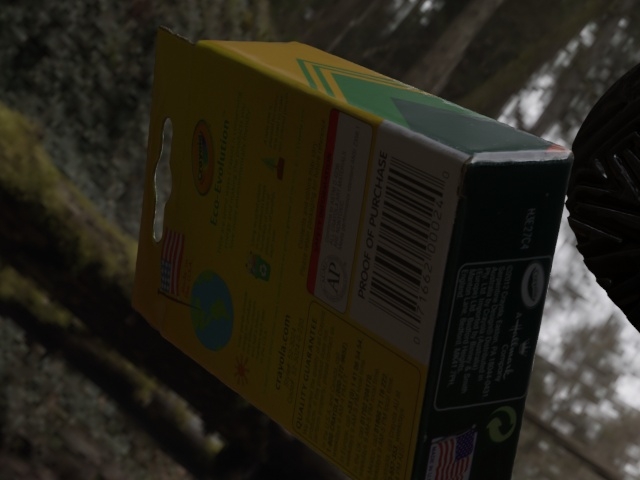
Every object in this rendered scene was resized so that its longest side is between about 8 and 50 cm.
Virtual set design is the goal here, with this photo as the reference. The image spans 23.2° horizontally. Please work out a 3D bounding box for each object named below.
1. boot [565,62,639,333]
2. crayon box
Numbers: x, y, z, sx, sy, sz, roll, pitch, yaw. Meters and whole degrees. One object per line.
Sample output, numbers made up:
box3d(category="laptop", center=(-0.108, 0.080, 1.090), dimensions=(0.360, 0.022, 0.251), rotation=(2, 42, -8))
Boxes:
box3d(category="boot", center=(0.280, 0.069, 0.878), dimensions=(0.131, 0.348, 0.260), rotation=(-36, -48, 21))
box3d(category="crayon box", center=(0.000, 0.000, 0.923), dimensions=(0.318, 0.081, 0.202), rotation=(30, -62, 49))
